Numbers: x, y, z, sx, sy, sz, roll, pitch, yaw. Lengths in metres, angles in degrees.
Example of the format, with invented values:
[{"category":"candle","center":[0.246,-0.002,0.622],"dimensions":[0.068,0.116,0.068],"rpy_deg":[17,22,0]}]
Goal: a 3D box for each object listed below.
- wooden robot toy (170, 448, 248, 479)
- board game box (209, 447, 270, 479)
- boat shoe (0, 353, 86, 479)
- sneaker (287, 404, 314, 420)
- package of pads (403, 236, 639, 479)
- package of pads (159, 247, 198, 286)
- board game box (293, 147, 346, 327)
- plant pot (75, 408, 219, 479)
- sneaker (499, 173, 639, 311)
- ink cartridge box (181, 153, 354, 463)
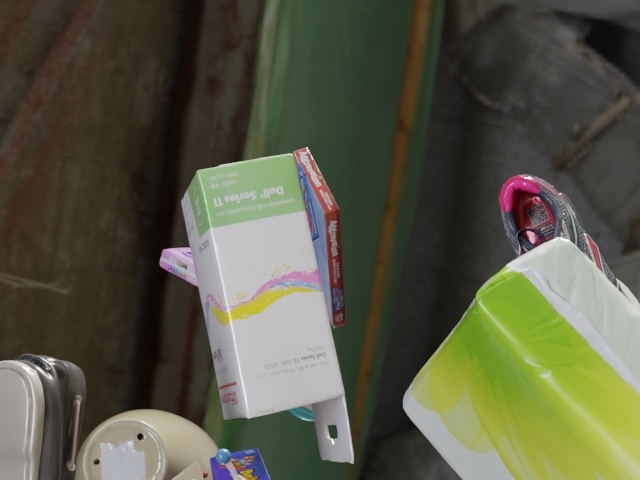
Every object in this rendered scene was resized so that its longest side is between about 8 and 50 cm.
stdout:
[{"category":"wooden robot toy","center":[-0.043,0.232,1.013],"dimensions":[0.173,0.079,0.076],"rpy_deg":[41,-100,-40]},{"category":"board game box","center":[-0.086,0.462,1.828],"dimensions":[0.347,0.078,0.233],"rpy_deg":[-139,39,-77]},{"category":"boat shoe","center":[-0.283,0.278,1.266],"dimensions":[0.095,0.112,0.335],"rpy_deg":[2,-85,-57]},{"category":"sneaker","center":[-0.025,0.174,1.738],"dimensions":[0.107,0.110,0.275],"rpy_deg":[-28,-37,-9]},{"category":"package of pads","center":[0.203,0.163,0.912],"dimensions":[0.101,0.296,0.229],"rpy_deg":[-36,-13,-24]},{"category":"package of pads","center":[-0.172,0.035,1.741],"dimensions":[0.050,0.083,0.032],"rpy_deg":[-7,-67,-47]},{"category":"board game box","center":[0.000,0.000,2.066],"dimensions":[0.027,0.145,0.281],"rpy_deg":[-18,-40,-12]},{"category":"plant pot","center":[-0.286,0.372,2.033],"dimensions":[0.274,0.256,0.257],"rpy_deg":[86,-155,-72]},{"category":"sneaker","center":[0.309,0.051,1.639],"dimensions":[0.120,0.299,0.112],"rpy_deg":[-35,-23,14]},{"category":"ink cartridge box","center":[-0.067,0.097,1.511],"dimensions":[0.207,0.119,0.354],"rpy_deg":[141,117,-76]}]
